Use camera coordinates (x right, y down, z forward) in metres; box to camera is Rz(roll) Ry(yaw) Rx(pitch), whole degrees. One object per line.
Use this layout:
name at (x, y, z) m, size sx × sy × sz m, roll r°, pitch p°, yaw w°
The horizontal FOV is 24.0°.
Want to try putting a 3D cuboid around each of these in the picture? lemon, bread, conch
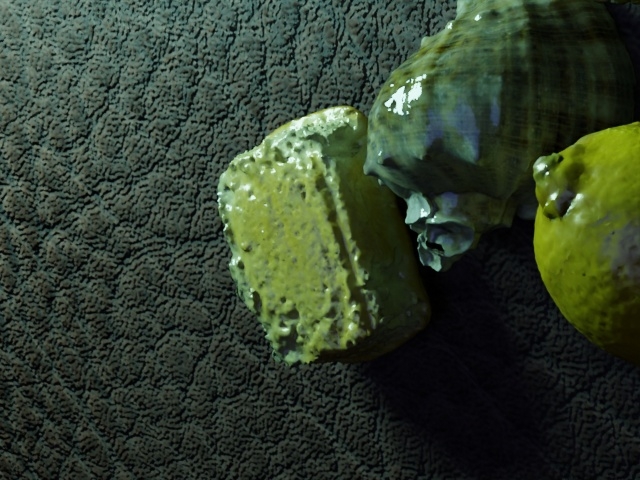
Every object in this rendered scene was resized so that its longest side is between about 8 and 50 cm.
lemon at (0.270, 0.006, 1.189) m, size 0.256 × 0.188 × 0.188 m, roll 37°, pitch 124°, yaw -14°
bread at (0.000, 0.000, 1.435) m, size 0.174 × 0.121 × 0.246 m, roll -22°, pitch 82°, yaw 28°
conch at (0.141, -0.110, 1.289) m, size 0.210 × 0.159 × 0.291 m, roll 18°, pitch 107°, yaw 33°

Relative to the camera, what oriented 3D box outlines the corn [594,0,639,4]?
corn at (0.314, -0.330, 1.153) m, size 0.120 × 0.120 × 0.363 m, roll 47°, pitch 118°, yaw 19°
